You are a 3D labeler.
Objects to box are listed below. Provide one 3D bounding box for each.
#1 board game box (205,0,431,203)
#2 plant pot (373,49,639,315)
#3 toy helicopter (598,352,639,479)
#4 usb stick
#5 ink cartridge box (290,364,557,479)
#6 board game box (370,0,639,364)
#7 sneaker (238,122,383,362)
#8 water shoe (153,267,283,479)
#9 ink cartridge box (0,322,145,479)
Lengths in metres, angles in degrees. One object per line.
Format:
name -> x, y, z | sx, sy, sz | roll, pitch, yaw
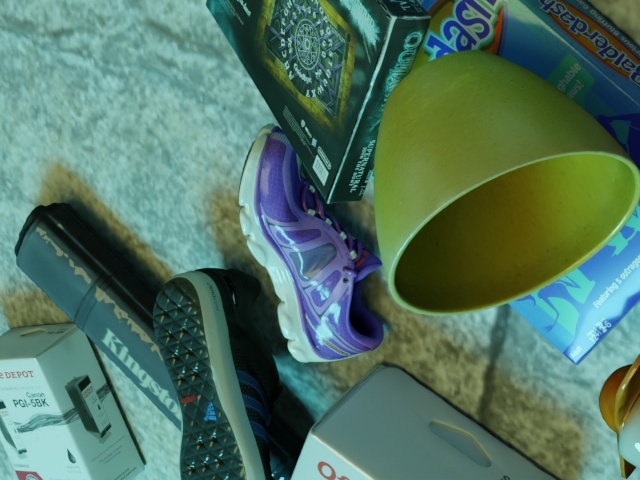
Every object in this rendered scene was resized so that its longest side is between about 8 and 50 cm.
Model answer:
board game box -> -0.007, -0.129, 0.823 | 0.186, 0.026, 0.126 | 60, 143, 37
plant pot -> 0.080, -0.038, 0.743 | 0.134, 0.134, 0.095 | -56, 47, 43
toy helicopter -> 0.211, 0.166, 0.817 | 0.235, 0.140, 0.355 | 46, 144, 2
usb stick -> -0.119, 0.083, 1.084 | 0.278, 0.045, 0.077 | 44, 133, 8
ink cartridge box -> 0.050, 0.217, 0.996 | 0.160, 0.092, 0.219 | 33, 132, 18
board game box -> 0.114, -0.055, 0.816 | 0.210, 0.047, 0.160 | 43, 134, 11
sneaker -> 0.000, 0.000, 0.942 | 0.071, 0.068, 0.170 | -7, 120, 25
water shoe -> -0.052, 0.117, 1.001 | 0.073, 0.080, 0.203 | -11, 89, 44
ink cartridge box -> -0.214, 0.140, 1.185 | 0.099, 0.056, 0.135 | -8, 111, 42
